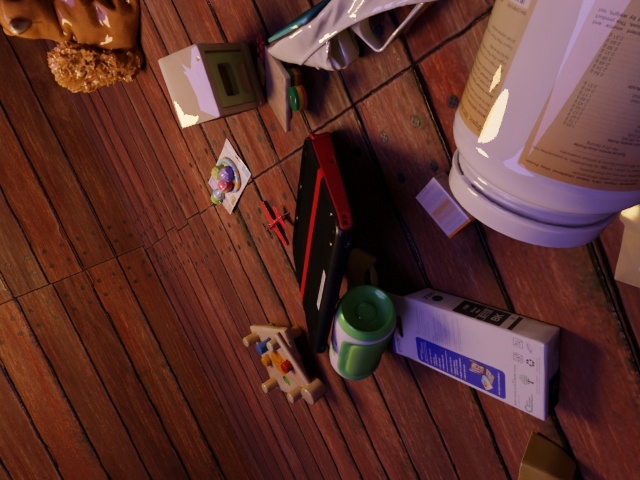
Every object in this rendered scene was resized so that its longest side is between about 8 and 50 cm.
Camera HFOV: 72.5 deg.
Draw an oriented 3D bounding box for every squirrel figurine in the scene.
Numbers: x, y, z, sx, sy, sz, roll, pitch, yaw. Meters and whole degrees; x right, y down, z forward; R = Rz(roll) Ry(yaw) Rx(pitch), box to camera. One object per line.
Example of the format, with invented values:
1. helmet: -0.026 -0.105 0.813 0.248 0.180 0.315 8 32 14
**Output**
1. squirrel figurine: -0.791 -0.664 1.393 0.281 0.370 0.397 29 134 39

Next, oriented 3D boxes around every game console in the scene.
1. game console: 0.000 0.000 0.941 0.342 0.060 0.386 -106 18 -45

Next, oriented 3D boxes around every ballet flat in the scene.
1. ballet flat: 0.097 0.126 1.030 0.073 0.080 0.232 18 129 28
2. ballet flat: 0.046 -0.360 0.727 0.400 0.139 0.139 -6 108 54

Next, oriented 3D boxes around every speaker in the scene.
1. speaker: 0.087 0.213 0.966 0.131 0.131 0.296 45 155 24

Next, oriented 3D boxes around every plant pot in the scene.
1. plant pot: 0.420 0.425 0.806 0.083 0.081 0.081 14 124 34

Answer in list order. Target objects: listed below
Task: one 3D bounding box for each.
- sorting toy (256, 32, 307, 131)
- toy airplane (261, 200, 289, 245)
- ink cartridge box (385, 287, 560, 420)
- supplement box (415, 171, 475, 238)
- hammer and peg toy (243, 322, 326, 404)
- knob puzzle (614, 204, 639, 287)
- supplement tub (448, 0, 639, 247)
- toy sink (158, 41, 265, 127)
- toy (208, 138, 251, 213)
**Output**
1. sorting toy: -0.080 -0.335 0.945 0.132 0.046 0.274 95 154 -51
2. toy airplane: -0.129 -0.050 1.247 0.151 0.028 0.151 32 138 35
3. ink cartridge box: 0.279 0.196 0.845 0.333 0.065 0.165 15 124 46
4. supplement box: 0.222 -0.062 0.763 0.098 0.036 0.062 54 146 13
5. hammer and peg toy: -0.104 0.394 1.438 0.361 0.127 0.266 -12 101 55
6. knob puzzle: 0.454 -0.011 0.495 0.213 0.030 0.213 33 137 37
7. supplement tub: 0.274 -0.170 0.447 0.228 0.228 0.316 40 141 30
8. toy sink: -0.228 -0.370 1.025 0.131 0.234 0.153 -6 109 29
9. toy: -0.304 -0.186 1.362 0.137 0.056 0.237 55 146 9
